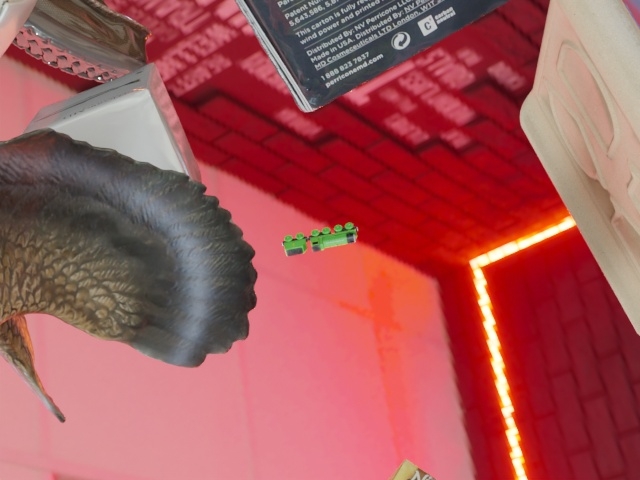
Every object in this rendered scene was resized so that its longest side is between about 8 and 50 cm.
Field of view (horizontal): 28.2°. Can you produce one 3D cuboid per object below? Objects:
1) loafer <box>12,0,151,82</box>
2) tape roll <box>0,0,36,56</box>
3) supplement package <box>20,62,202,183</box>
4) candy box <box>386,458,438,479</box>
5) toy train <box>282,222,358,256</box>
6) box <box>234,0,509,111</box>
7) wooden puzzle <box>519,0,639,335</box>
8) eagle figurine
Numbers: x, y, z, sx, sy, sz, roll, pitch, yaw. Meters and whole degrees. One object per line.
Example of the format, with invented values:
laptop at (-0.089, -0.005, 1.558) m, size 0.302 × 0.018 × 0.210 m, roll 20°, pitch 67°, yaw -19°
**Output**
loafer at (-0.299, -0.279, 1.173) m, size 0.366 × 0.134 × 0.130 m, roll 35°, pitch -99°, yaw -13°
tape roll at (-0.416, -0.282, 1.054) m, size 0.392 × 0.392 × 0.072 m, roll 58°, pitch -159°, yaw -10°
supplement package at (-0.155, -0.062, 0.969) m, size 0.179 × 0.105 × 0.105 m, roll -116°, pitch 5°, yaw -75°
candy box at (0.098, 0.306, 1.341) m, size 0.109 × 0.187 × 0.053 m, roll 33°, pitch -118°, yaw 5°
toy train at (0.000, 0.000, 1.358) m, size 0.017 × 0.083 × 0.024 m, roll 74°, pitch -174°, yaw -49°
box at (-0.046, -0.501, 1.507) m, size 0.472 × 0.297 × 0.480 m, roll 54°, pitch -170°, yaw -40°
wooden puzzle at (0.319, -0.076, 1.263) m, size 0.322 × 0.080 × 0.348 m, roll 63°, pitch 174°, yaw 14°
eagle figurine at (-0.212, 0.028, 0.813) m, size 0.226 × 0.225 × 0.298 m, roll 31°, pitch -167°, yaw 23°
